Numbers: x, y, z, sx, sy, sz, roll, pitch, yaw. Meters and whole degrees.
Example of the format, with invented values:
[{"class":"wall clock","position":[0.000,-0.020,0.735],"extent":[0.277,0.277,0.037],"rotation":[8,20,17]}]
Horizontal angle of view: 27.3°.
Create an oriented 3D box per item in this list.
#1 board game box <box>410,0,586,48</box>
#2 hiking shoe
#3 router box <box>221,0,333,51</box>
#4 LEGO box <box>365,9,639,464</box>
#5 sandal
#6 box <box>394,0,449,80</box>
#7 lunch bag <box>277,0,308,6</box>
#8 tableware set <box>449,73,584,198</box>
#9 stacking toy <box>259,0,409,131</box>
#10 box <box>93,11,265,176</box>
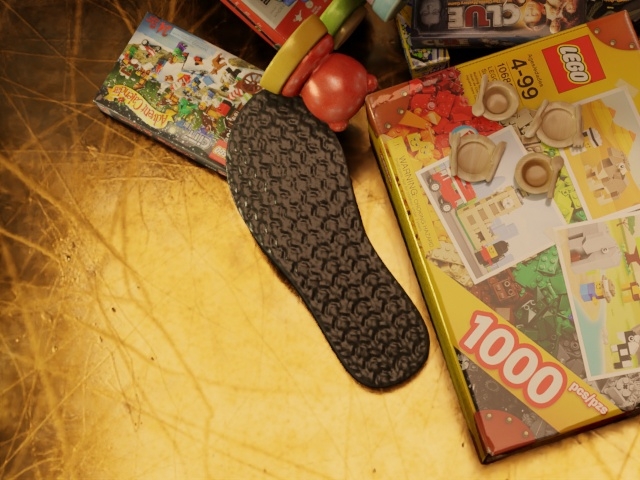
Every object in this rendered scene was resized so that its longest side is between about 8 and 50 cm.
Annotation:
[{"class":"board game box","position":[0.253,-0.354,1.862],"extent":[0.243,0.042,0.165],"rotation":[1,76,11]},{"class":"hiking shoe","position":[0.367,-0.331,1.894],"extent":[0.227,0.086,0.114],"rotation":[-15,79,1]},{"class":"router box","position":[-0.055,-0.492,1.908],"extent":[0.301,0.082,0.335],"rotation":[40,81,-14]},{"class":"LEGO box","position":[0.312,0.003,1.758],"extent":[0.372,0.193,0.500],"rotation":[-19,75,0]},{"class":"sandal","position":[-0.002,0.002,1.842],"extent":[0.167,0.107,0.446],"rotation":[-26,88,-4]},{"class":"box","position":[0.139,-0.323,1.926],"extent":[0.059,0.054,0.169],"rotation":[-15,76,0]},{"class":"lunch bag","position":[-0.073,-0.496,1.774],"extent":[0.221,0.138,0.293],"rotation":[22,92,-15]},{"class":"tableware set","position":[0.250,-0.129,1.686],"extent":[0.168,0.020,0.141],"rotation":[17,77,9]},{"class":"stacking toy","position":[0.078,-0.308,1.802],"extent":[0.130,0.279,0.309],"rotation":[39,113,1]},{"class":"box","position":[-0.191,-0.212,1.928],"extent":[0.233,0.044,0.159],"rotation":[28,79,11]}]
